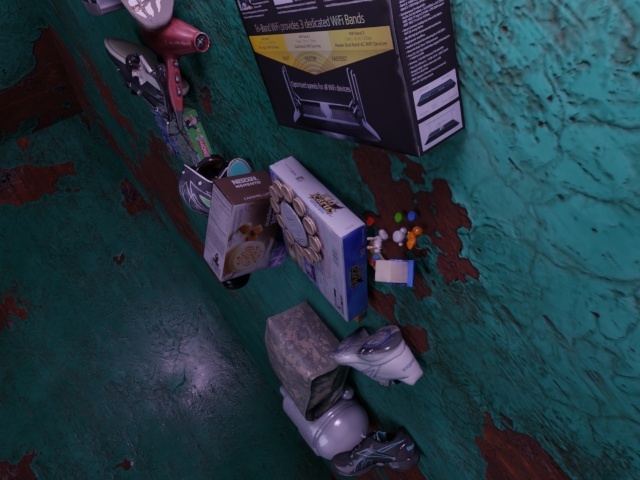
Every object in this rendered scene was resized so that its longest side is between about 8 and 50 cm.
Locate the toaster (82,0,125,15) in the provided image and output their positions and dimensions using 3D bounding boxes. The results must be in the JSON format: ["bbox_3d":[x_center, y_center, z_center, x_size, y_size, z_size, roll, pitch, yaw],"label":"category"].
[{"bbox_3d":[-0.525,-0.635,1.114,0.168,0.110,0.185,35,150,44],"label":"toaster"}]

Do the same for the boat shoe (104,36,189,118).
[{"bbox_3d":[-0.476,-0.435,1.246,0.340,0.127,0.113,38,126,22],"label":"boat shoe"}]

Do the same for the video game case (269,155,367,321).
[{"bbox_3d":[0.000,0.000,0.946,0.244,0.061,0.269,45,156,35],"label":"video game case"}]

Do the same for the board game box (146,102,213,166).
[{"bbox_3d":[-0.426,-0.326,1.420,0.317,0.046,0.213,34,148,44],"label":"board game box"}]

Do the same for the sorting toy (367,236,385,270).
[{"bbox_3d":[0.092,0.031,0.878,0.062,0.012,0.083,53,158,8],"label":"sorting toy"}]

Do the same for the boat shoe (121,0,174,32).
[{"bbox_3d":[-0.388,-0.568,0.931,0.324,0.123,0.116,67,162,-3],"label":"boat shoe"}]

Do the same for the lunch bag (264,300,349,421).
[{"bbox_3d":[-0.046,0.369,1.379,0.235,0.169,0.287,47,143,33],"label":"lunch bag"}]

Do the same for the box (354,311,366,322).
[{"bbox_3d":[0.051,0.119,1.070,0.136,0.028,0.081,43,155,35],"label":"box"}]

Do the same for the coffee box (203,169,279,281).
[{"bbox_3d":[-0.184,-0.033,1.104,0.098,0.141,0.246,49,138,30],"label":"coffee box"}]

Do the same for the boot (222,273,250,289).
[{"bbox_3d":[-0.292,0.004,1.441,0.246,0.094,0.207,-99,-6,-50],"label":"boot"}]

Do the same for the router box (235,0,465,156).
[{"bbox_3d":[0.015,-0.248,0.561,0.309,0.081,0.242,29,145,49],"label":"router box"}]

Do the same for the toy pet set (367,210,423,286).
[{"bbox_3d":[0.133,0.016,0.744,0.122,0.065,0.114,-2,84,61],"label":"toy pet set"}]

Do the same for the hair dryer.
[{"bbox_3d":[-0.324,-0.388,1.040,0.293,0.080,0.223,-24,102,53],"label":"hair dryer"}]

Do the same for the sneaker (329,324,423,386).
[{"bbox_3d":[0.115,0.271,1.044,0.129,0.111,0.297,52,159,-4],"label":"sneaker"}]

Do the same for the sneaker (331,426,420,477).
[{"bbox_3d":[0.145,0.594,1.320,0.267,0.101,0.106,-21,92,23],"label":"sneaker"}]

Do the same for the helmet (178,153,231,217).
[{"bbox_3d":[-0.292,-0.141,1.237,0.169,0.162,0.169,45,155,27],"label":"helmet"}]

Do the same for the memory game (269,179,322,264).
[{"bbox_3d":[-0.049,-0.034,0.910,0.186,0.012,0.186,50,158,29],"label":"memory game"}]

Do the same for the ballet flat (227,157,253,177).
[{"bbox_3d":[-0.192,-0.133,1.187,0.070,0.070,0.188,33,145,44],"label":"ballet flat"}]

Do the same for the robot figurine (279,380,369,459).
[{"bbox_3d":[0.016,0.558,1.510,0.353,0.200,0.299,38,122,37],"label":"robot figurine"}]

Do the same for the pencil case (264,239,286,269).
[{"bbox_3d":[-0.178,0.014,1.316,0.086,0.088,0.206,43,171,-37],"label":"pencil case"}]
